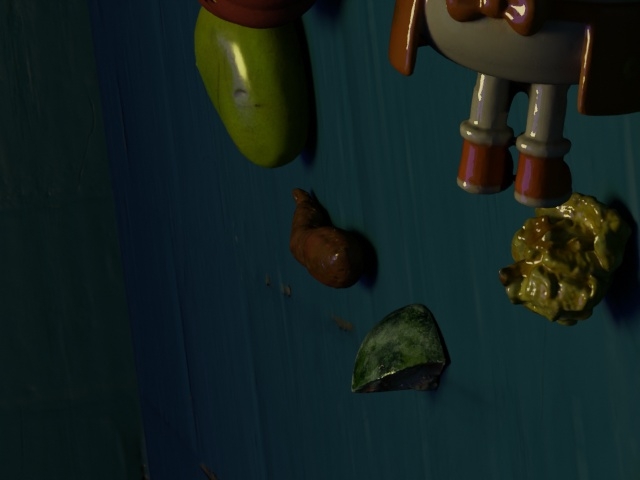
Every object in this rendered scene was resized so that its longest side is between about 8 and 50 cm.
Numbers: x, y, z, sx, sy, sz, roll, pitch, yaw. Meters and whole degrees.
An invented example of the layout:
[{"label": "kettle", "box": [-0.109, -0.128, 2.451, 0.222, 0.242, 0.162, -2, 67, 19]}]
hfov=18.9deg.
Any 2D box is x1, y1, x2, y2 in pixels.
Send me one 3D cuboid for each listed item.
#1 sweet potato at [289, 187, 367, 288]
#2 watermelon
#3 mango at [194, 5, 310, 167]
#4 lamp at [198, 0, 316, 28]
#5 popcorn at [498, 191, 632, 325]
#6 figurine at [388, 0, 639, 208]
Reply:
[{"label": "sweet potato", "box": [0.000, 0.000, 1.627, 0.214, 0.050, 0.050, -132, 36, -72]}, {"label": "watermelon", "box": [0.067, 0.085, 1.425, 0.061, 0.085, 0.085, 55, 177, -23]}, {"label": "mango", "box": [-0.054, -0.149, 1.692, 0.163, 0.089, 0.117, 65, 155, 14]}, {"label": "lamp", "box": [-0.069, -0.253, 1.528, 0.182, 0.140, 0.182, 160, 90, -75]}, {"label": "popcorn", "box": [0.134, 0.008, 1.042, 0.059, 0.068, 0.083, 38, 127, 6]}, {"label": "figurine", "box": [0.104, -0.147, 0.899, 0.143, 0.143, 0.271, -116, 21, -52]}]
